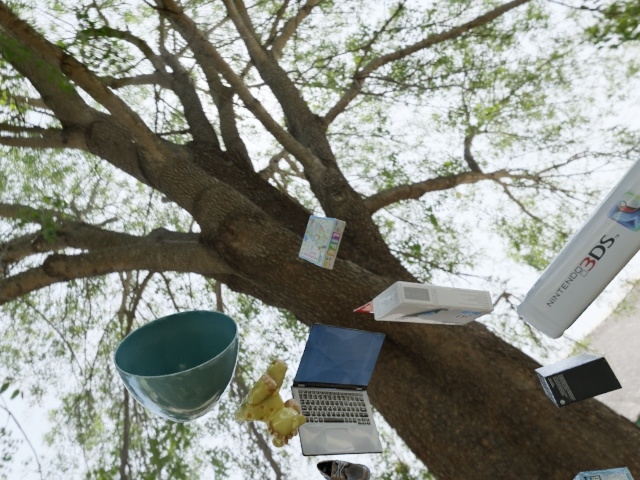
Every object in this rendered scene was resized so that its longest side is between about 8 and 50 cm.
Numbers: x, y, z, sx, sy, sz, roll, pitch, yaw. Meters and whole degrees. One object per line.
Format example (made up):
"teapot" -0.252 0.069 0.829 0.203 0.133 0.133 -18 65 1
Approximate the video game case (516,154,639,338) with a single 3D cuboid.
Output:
"video game case" 0.299 -0.058 0.372 0.300 0.036 0.329 -58 -27 16

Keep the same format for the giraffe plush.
"giraffe plush" -0.124 0.462 1.140 0.210 0.170 0.181 -48 -7 -39

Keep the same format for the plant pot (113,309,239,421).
"plant pot" -0.339 0.330 1.037 0.290 0.290 0.196 -16 -68 -31

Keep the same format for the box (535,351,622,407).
"box" 0.818 0.444 1.339 0.184 0.103 0.261 -24 -19 15

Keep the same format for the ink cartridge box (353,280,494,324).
"ink cartridge box" 0.280 0.199 1.165 0.296 0.066 0.261 8 -29 -20

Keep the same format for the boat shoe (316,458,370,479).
"boat shoe" 0.059 0.657 1.171 0.066 0.183 0.066 41 -135 -25

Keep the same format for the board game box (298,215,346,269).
"board game box" 0.000 0.000 0.921 0.026 0.154 0.104 17 -90 -22

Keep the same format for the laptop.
"laptop" 0.107 0.584 1.621 0.381 0.408 0.236 15 -50 -31

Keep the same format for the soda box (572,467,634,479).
"soda box" 0.353 0.356 0.535 0.058 0.063 0.183 -9 -45 3
